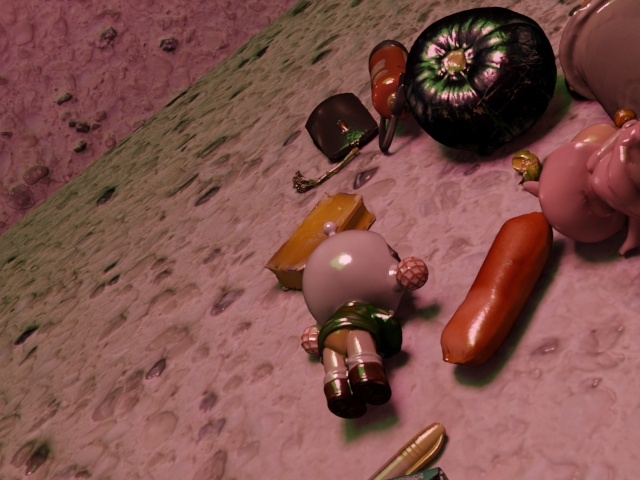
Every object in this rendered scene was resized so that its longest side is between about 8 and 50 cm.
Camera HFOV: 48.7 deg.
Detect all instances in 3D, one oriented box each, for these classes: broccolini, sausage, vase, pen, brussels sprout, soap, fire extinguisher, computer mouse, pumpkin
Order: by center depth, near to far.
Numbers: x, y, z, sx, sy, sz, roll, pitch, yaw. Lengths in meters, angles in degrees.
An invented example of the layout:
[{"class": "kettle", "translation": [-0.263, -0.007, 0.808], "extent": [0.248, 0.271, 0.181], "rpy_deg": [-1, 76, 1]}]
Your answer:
[{"class": "pen", "translation": [0.085, 0.335, 0.968], "extent": [0.233, 0.032, 0.040], "rpy_deg": [-42, 53, -6]}, {"class": "sausage", "translation": [0.278, 0.075, 1.084], "extent": [0.089, 0.083, 0.300], "rpy_deg": [4, 51, 48]}, {"class": "vase", "translation": [0.551, -0.257, 1.154], "extent": [0.244, 0.245, 0.291], "rpy_deg": [-25, 40, 18]}, {"class": "brussels sprout", "translation": [0.385, -0.132, 1.312], "extent": [0.050, 0.046, 0.083], "rpy_deg": [-21, 43, 18]}, {"class": "pumpkin", "translation": [0.331, -0.326, 1.453], "extent": [0.315, 0.238, 0.316], "rpy_deg": [-18, 58, 32]}, {"class": "soap", "translation": [0.001, 0.001, 1.486], "extent": [0.135, 0.076, 0.233], "rpy_deg": [2, 48, 49]}, {"class": "fire extinguisher", "translation": [0.182, -0.350, 1.726], "extent": [0.113, 0.200, 0.376], "rpy_deg": [-8, 30, 6]}, {"class": "broccolini", "translation": [0.016, -0.171, 1.769], "extent": [0.194, 0.054, 0.052], "rpy_deg": [-25, 59, 5]}, {"class": "computer mouse", "translation": [0.045, -0.318, 1.883], "extent": [0.168, 0.087, 0.295], "rpy_deg": [-34, 30, 2]}]

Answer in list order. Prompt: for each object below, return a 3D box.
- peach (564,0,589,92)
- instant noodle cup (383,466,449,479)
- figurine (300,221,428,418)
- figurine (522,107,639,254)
[{"class": "peach", "translation": [0.533, -0.387, 1.359], "extent": [0.068, 0.189, 0.279], "rpy_deg": [2, -3, 4]}, {"class": "instant noodle cup", "translation": [0.076, 0.364, 0.740], "extent": [0.190, 0.251, 0.251], "rpy_deg": [-22, 31, 7]}, {"class": "figurine", "translation": [0.054, 0.117, 1.182], "extent": [0.281, 0.167, 0.370], "rpy_deg": [-37, 32, 28]}, {"class": "figurine", "translation": [0.433, -0.090, 1.014], "extent": [0.186, 0.176, 0.287], "rpy_deg": [-61, 7, -10]}]
